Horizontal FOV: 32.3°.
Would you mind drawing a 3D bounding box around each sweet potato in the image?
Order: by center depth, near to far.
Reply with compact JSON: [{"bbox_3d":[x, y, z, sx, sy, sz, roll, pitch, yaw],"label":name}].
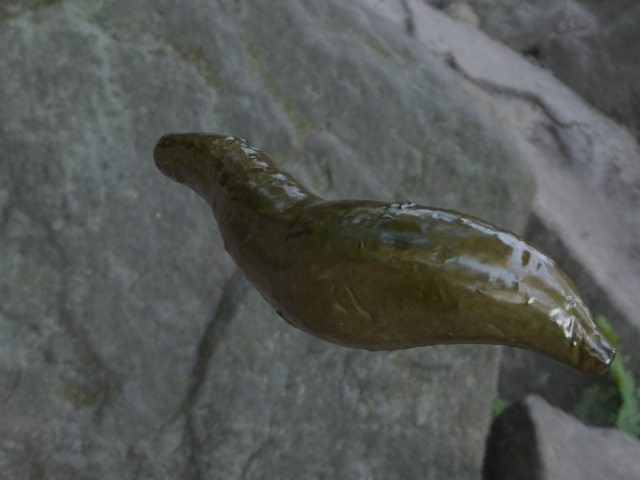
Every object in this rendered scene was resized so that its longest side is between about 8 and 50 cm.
[{"bbox_3d":[-0.003,0.001,0.444,0.249,0.069,0.059,22,-38,40],"label":"sweet potato"}]
